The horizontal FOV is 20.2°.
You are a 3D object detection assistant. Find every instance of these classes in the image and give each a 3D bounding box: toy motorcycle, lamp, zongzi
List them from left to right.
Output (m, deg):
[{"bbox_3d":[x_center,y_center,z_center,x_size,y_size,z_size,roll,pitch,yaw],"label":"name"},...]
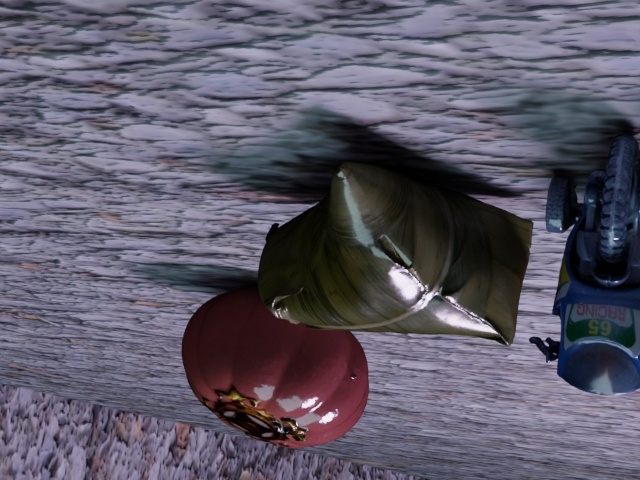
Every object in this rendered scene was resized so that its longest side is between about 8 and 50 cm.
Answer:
[{"bbox_3d":[-0.038,0.109,1.649,0.182,0.140,0.182,19,157,8],"label":"lamp"},{"bbox_3d":[-0.002,-0.001,1.130,0.205,0.094,0.204,0,163,39],"label":"zongzi"},{"bbox_3d":[0.171,0.030,1.036,0.092,0.136,0.254,6,169,12],"label":"toy motorcycle"}]
